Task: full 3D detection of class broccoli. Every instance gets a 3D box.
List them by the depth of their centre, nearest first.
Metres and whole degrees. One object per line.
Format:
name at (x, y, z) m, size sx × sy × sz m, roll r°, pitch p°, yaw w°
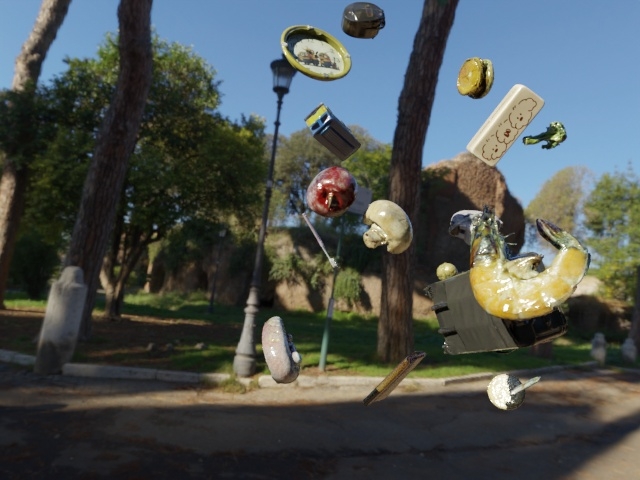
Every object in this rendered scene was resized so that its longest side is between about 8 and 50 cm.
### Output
broccoli at (0.983, -0.452, 1.888) m, size 0.204 × 0.118 × 0.122 m, roll -15°, pitch 6°, yaw -11°

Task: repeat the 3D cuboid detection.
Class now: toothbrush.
toothbrush at (0.000, 0.000, 2.370) m, size 0.029 × 0.353 × 0.024 m, roll -24°, pitch 12°, yaw 34°

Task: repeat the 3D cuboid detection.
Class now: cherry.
cherry at (0.050, -0.217, 1.892) m, size 0.203 × 0.230 × 0.300 m, roll 32°, pitch 19°, yaw -17°

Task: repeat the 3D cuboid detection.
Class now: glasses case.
glasses case at (0.795, -0.493, 1.855) m, size 0.144 × 0.336 × 0.076 m, roll 29°, pitch 21°, yaw -12°

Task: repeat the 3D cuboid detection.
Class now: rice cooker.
rice cooker at (0.160, -0.825, 1.613) m, size 0.166 × 0.112 × 0.106 m, roll 1°, pitch -23°, yaw -16°

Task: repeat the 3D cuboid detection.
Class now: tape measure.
tape measure at (0.669, -0.063, 1.876) m, size 0.197 × 0.120 × 0.236 m, roll 21°, pitch 35°, yaw 38°

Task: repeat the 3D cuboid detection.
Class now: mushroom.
mushroom at (0.283, -0.065, 1.855) m, size 0.253 × 0.195 × 0.188 m, roll 50°, pitch -20°, yaw 22°

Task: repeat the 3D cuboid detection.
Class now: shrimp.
shrimp at (0.502, 0.020, 1.098) m, size 0.272 × 0.444 × 0.085 m, roll -27°, pitch -61°, yaw 23°

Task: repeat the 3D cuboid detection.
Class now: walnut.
walnut at (0.537, 0.136, 1.819) m, size 0.092 × 0.091 × 0.092 m, roll 8°, pitch -7°, yaw 1°

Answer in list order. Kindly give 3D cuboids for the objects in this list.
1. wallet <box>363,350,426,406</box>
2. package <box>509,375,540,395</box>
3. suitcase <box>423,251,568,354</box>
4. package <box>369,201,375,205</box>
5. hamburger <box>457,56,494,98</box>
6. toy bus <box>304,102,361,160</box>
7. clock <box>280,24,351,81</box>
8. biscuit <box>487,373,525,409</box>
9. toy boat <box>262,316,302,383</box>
wallet at (0.250, 0.468, 1.459) m, size 0.133 × 0.243 × 0.039 m, roll 3°, pitch 41°, yaw -50°
package at (0.632, 0.449, 1.322) m, size 0.110 × 0.015 × 0.037 m, roll -45°, pitch -18°, yaw 31°
suitcase at (0.534, 0.213, 1.347) m, size 0.194 × 0.282 × 0.434 m, roll -10°, pitch -14°, yaw -24°
package at (0.303, -0.183, 2.279) m, size 0.083 × 0.029 × 0.059 m, roll 33°, pitch 42°, yaw 32°
hamburger at (0.705, -0.740, 1.942) m, size 0.114 × 0.185 × 0.177 m, roll 1°, pitch -33°, yaw -10°
toy bus at (0.066, -0.562, 2.240) m, size 0.138 × 0.175 × 0.288 m, roll -39°, pitch -39°, yaw 19°
clock at (-0.017, -0.571, 1.334) m, size 0.237 × 0.236 × 0.057 m, roll 11°, pitch -32°, yaw -17°
biscuit at (0.779, 0.634, 1.798) m, size 0.152 × 0.151 × 0.020 m, roll 3°, pitch -27°, yaw 40°
toy boat at (-0.094, 0.293, 1.164) m, size 0.085 × 0.155 × 0.227 m, roll -20°, pitch 14°, yaw 1°
